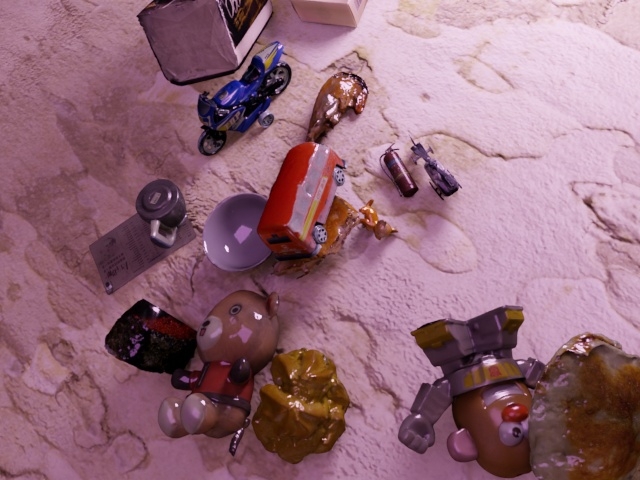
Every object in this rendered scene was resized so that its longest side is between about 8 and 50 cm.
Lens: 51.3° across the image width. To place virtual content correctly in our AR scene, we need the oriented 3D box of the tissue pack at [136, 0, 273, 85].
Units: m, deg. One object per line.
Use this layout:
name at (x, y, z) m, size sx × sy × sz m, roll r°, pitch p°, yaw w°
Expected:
tissue pack at (-0.254, -0.542, 1.604) m, size 0.210 × 0.198 × 0.369 m, roll -11°, pitch 35°, yaw 19°

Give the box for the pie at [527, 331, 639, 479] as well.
pie at (0.455, 0.288, 1.110) m, size 0.257 × 0.105 × 0.274 m, roll 23°, pitch 79°, yaw -20°

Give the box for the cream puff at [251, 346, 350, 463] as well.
cream puff at (-0.039, 0.318, 1.283) m, size 0.195 × 0.195 × 0.220 m, roll 10°, pitch 77°, yaw 22°

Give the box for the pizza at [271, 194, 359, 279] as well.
pizza at (0.000, 0.000, 1.442) m, size 0.147 × 0.069 × 0.226 m, roll 14°, pitch 69°, yaw 43°

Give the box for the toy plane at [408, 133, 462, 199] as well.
toy plane at (0.245, -0.154, 1.423) m, size 0.053 × 0.078 × 0.197 m, roll -34°, pitch 48°, yaw 6°

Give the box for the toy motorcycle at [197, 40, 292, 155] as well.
toy motorcycle at (-0.193, -0.338, 1.589) m, size 0.315 × 0.169 × 0.113 m, roll -45°, pitch 62°, yaw -2°

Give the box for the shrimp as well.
shrimp at (0.027, -0.283, 1.552) m, size 0.117 × 0.066 × 0.261 m, roll 14°, pitch 77°, yaw 23°

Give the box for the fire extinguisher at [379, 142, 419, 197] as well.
fire extinguisher at (0.170, -0.155, 1.470) m, size 0.056 × 0.039 × 0.132 m, roll -26°, pitch 64°, yaw -2°

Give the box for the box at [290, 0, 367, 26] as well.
box at (0.042, -0.658, 1.676) m, size 0.168 × 0.095 × 0.211 m, roll 14°, pitch 74°, yaw 26°

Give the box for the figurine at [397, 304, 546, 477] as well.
figurine at (0.303, 0.275, 1.186) m, size 0.343 × 0.167 × 0.284 m, roll -17°, pitch 70°, yaw 10°

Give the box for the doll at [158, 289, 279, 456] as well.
doll at (-0.181, 0.253, 1.334) m, size 0.235 × 0.174 × 0.329 m, roll -25°, pitch 40°, yaw 51°

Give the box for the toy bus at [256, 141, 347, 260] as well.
toy bus at (-0.038, -0.092, 1.404) m, size 0.121 × 0.120 × 0.264 m, roll -7°, pitch 52°, yaw 40°

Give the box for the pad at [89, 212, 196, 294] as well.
pad at (-0.441, 0.001, 1.632) m, size 0.265 × 0.009 × 0.159 m, roll -33°, pitch 62°, yaw 4°

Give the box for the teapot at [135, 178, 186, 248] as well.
teapot at (-0.359, -0.062, 1.570) m, size 0.111 × 0.108 × 0.149 m, roll -31°, pitch 59°, yaw 1°

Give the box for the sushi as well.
sushi at (-0.348, 0.209, 1.398) m, size 0.136 × 0.225 × 0.126 m, roll 26°, pitch 78°, yaw 20°

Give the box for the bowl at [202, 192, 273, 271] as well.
bowl at (-0.162, -0.006, 1.497) m, size 0.189 × 0.086 × 0.188 m, roll -7°, pitch 68°, yaw 18°

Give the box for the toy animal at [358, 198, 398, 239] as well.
toy animal at (0.125, -0.043, 1.432) m, size 0.083 × 0.060 × 0.081 m, roll 17°, pitch 77°, yaw 32°
